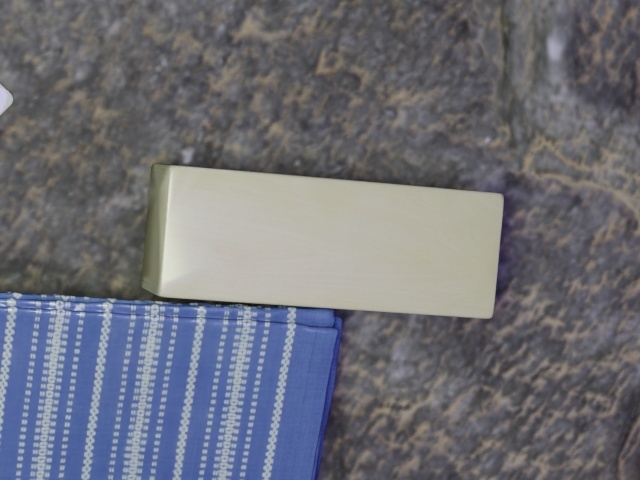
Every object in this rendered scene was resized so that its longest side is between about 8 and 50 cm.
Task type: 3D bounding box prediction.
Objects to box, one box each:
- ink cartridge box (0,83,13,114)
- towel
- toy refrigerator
[{"bbox_3d":[-0.325,-0.075,1.433,0.104,0.060,0.180,44,87,-15],"label":"ink cartridge box"},{"bbox_3d":[-0.158,0.153,1.505,0.336,0.040,0.243,4,110,-13],"label":"towel"},{"bbox_3d":[0.000,0.000,1.508,0.269,0.094,0.102,4,93,-15],"label":"toy refrigerator"}]
